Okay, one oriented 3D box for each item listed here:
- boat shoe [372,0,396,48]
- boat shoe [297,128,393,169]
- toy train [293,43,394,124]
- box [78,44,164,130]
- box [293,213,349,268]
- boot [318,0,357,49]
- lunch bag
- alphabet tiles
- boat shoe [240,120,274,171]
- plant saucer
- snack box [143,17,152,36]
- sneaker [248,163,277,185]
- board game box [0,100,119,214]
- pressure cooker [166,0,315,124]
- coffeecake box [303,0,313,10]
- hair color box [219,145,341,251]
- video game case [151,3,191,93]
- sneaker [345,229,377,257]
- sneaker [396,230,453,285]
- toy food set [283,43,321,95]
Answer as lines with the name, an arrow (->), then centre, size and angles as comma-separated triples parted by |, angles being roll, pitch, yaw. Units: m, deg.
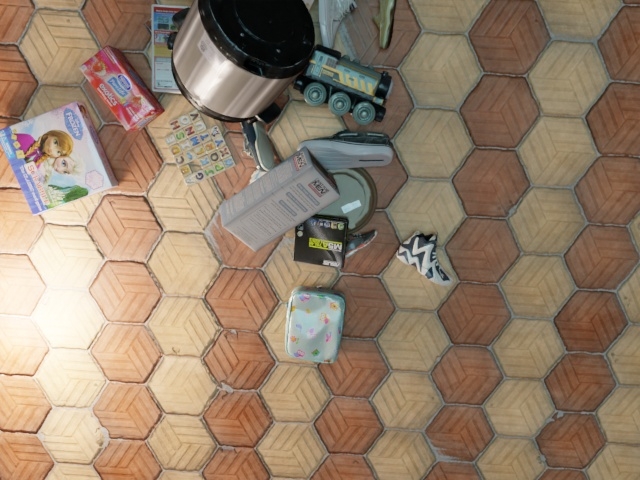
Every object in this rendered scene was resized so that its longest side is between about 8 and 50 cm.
boat shoe -> 0.210, -0.744, 1.721 | 0.072, 0.068, 0.190 | 8, 91, 12
boat shoe -> 0.085, -0.325, 1.781 | 0.335, 0.121, 0.119 | 3, 61, -8
toy train -> 0.081, -0.516, 1.705 | 0.333, 0.142, 0.190 | 19, 110, -7
box -> -0.673, -0.515, 1.742 | 0.128, 0.122, 0.257 | -34, 99, 6
box -> 0.000, 0.000, 1.841 | 0.190, 0.045, 0.184 | 10, 110, 11
boot -> 0.060, -0.766, 1.695 | 0.123, 0.095, 0.259 | -2, 100, 8
lunch bag -> -0.024, 0.304, 1.900 | 0.223, 0.108, 0.279 | 8, 99, 4
alphabet tiles -> -0.441, -0.338, 1.831 | 0.198, 0.009, 0.237 | -23, 100, 5
boat shoe -> -0.225, -0.330, 1.741 | 0.079, 0.095, 0.255 | -28, 64, 21
plant saucer -> 0.070, -0.151, 1.845 | 0.277, 0.041, 0.278 | 0, 101, 0
snack box -> -0.529, -0.685, 1.757 | 0.064, 0.022, 0.178 | -35, 99, 5
sneaker -> -0.220, -0.186, 1.823 | 0.087, 0.092, 0.228 | 19, 125, -44
board game box -> -0.935, -0.290, 1.818 | 0.317, 0.066, 0.319 | -20, 100, 4
pressure cooker -> -0.264, -0.578, 1.576 | 0.375, 0.420, 0.370 | 3, 72, -32
coffeecake box -> -0.094, -0.810, 1.668 | 0.142, 0.068, 0.186 | 37, 108, 21
hair color box -> -0.140, -0.134, 1.746 | 0.374, 0.114, 0.185 | -31, 136, 16
video game case -> -0.470, -0.648, 1.740 | 0.203, 0.025, 0.285 | 1, 97, -6
sneaker -> 0.134, 0.000, 1.865 | 0.158, 0.061, 0.065 | -34, 92, 6
sneaker -> 0.410, 0.052, 1.850 | 0.235, 0.094, 0.153 | 34, 108, 5
toy food set -> -0.063, -0.588, 1.761 | 0.192, 0.038, 0.132 | -23, 100, 5
